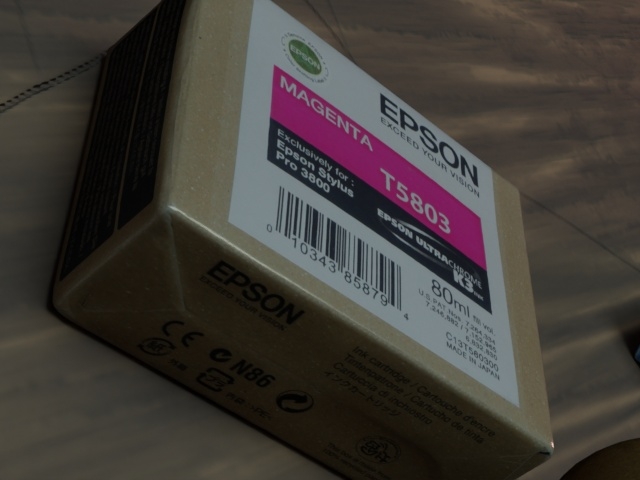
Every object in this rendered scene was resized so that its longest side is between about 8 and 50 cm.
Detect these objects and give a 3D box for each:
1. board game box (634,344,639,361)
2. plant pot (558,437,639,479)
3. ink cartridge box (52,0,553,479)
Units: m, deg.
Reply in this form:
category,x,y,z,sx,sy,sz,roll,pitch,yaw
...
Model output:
category,x,y,z,sx,sy,sz,roll,pitch,yaw
board game box,0.410,0.125,0.966,0.316,0.064,0.242,35,24,25
plant pot,0.165,0.199,0.571,0.237,0.237,0.254,43,18,-13
ink cartridge box,0.000,0.000,0.664,0.234,0.088,0.193,33,37,-27
